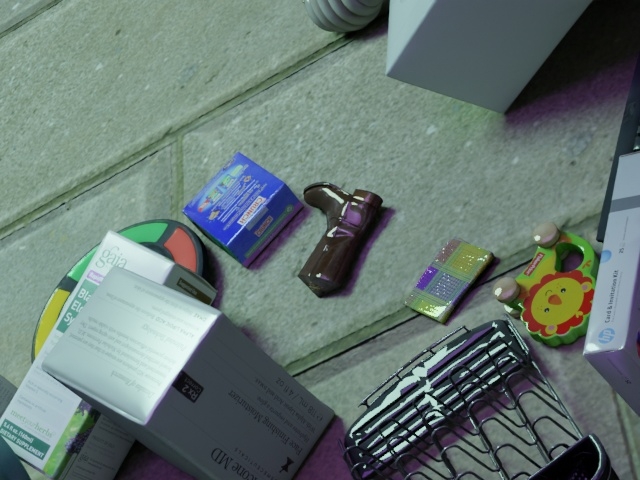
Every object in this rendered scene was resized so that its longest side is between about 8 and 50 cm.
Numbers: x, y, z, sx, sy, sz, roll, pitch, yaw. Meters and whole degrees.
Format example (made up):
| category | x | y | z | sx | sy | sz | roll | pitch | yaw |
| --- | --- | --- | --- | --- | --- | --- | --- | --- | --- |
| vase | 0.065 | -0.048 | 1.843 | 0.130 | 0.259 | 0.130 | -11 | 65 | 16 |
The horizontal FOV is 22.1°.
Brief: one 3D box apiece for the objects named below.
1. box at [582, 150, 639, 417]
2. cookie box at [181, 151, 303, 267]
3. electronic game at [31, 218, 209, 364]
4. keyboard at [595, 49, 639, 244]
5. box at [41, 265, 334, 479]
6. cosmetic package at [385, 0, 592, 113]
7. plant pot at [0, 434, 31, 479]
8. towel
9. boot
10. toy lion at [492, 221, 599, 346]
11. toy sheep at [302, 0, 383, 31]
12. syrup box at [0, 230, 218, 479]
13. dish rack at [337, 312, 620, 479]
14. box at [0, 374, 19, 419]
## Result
| category | x | y | z | sx | sy | sz | roll | pitch | yaw |
| --- | --- | --- | --- | --- | --- | --- | --- | --- | --- |
| box | 0.263 | 0.046 | 1.248 | 0.038 | 0.145 | 0.186 | -14 | 46 | 36 |
| cookie box | -0.083 | -0.033 | 1.723 | 0.092 | 0.040 | 0.107 | -47 | 37 | -5 |
| electronic game | -0.213 | 0.072 | 1.734 | 0.229 | 0.048 | 0.229 | -25 | 40 | 23 |
| keyboard | 0.353 | -0.130 | 1.432 | 0.201 | 0.033 | 0.317 | -9 | 50 | 36 |
| box | -0.119 | 0.134 | 1.478 | 0.182 | 0.181 | 0.119 | 20 | 71 | 48 |
| cosmetic package | 0.168 | -0.285 | 1.567 | 0.224 | 0.138 | 0.224 | 125 | 155 | -50 |
| plant pot | -0.384 | 0.272 | 1.540 | 0.196 | 0.293 | 0.293 | -33 | 28 | -35 |
| towel | 0.118 | 0.035 | 1.501 | 0.083 | 0.009 | 0.060 | -52 | 39 | -11 |
| boot | 0.000 | 0.000 | 1.625 | 0.106 | 0.037 | 0.114 | 6 | 63 | 47 |
| toy lion | 0.204 | 0.041 | 1.404 | 0.096 | 0.034 | 0.100 | 23 | 71 | 43 |
| toy sheep | 0.032 | -0.274 | 1.819 | 0.132 | 0.091 | 0.091 | -25 | 37 | 52 |
| syrup box | -0.209 | 0.120 | 1.598 | 0.093 | 0.096 | 0.237 | 25 | 83 | 31 |
| dish rack | 0.112 | 0.172 | 1.322 | 0.208 | 0.074 | 0.271 | -37 | 37 | 7 |
| box | -0.420 | 0.281 | 1.706 | 0.063 | 0.067 | 0.324 | 12 | 63 | 47 |
